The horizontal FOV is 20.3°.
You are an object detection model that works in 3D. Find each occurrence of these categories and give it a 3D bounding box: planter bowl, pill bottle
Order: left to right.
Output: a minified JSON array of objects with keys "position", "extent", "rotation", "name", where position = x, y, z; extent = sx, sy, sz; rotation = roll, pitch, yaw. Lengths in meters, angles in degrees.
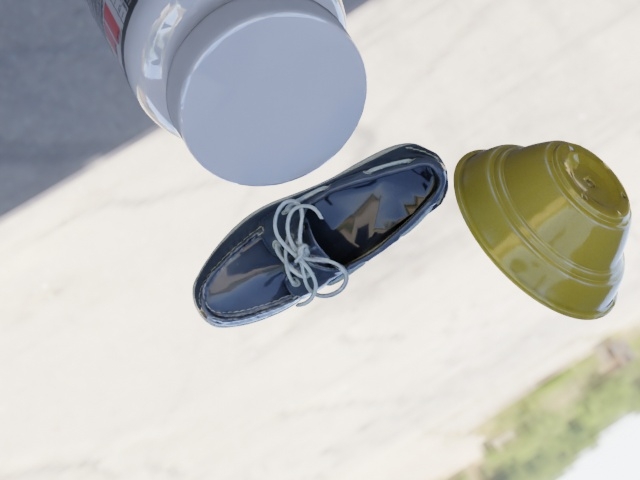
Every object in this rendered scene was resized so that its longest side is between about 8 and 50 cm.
[{"position":[-0.098,-0.214,1.669],"extent":[0.210,0.363,0.210],"rotation":[-11,126,-15],"name":"pill bottle"},{"position":[0.244,-0.033,1.786],"extent":[0.090,0.217,0.217],"rotation":[-45,166,33],"name":"planter bowl"}]

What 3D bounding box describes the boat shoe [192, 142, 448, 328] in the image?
[{"position":[0.000,0.000,1.565],"extent":[0.254,0.095,0.079],"rotation":[-27,-173,1],"name":"boat shoe"}]
